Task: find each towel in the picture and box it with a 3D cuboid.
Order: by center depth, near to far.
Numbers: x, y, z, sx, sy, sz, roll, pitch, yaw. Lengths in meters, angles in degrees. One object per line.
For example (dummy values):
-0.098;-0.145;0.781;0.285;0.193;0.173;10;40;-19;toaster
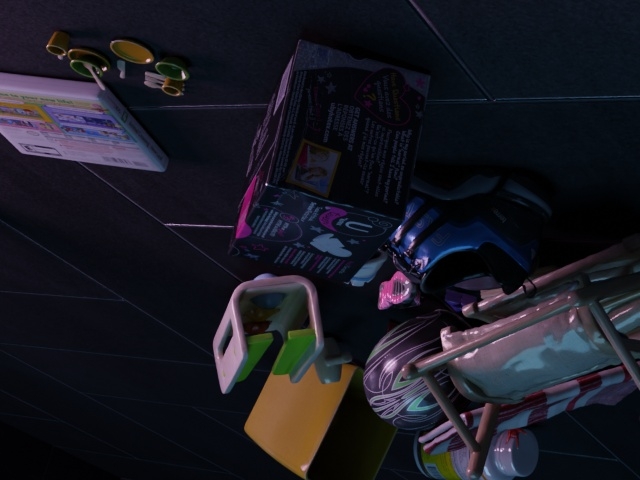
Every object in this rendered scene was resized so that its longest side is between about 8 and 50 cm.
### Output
0.319;0.230;1.998;0.329;0.037;0.237;-14;166;-16;towel

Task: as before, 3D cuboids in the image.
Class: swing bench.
0.274;0.116;1.623;0.253;0.255;0.165;-27;97;37;swing bench

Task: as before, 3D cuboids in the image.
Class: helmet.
0.144;0.191;2.028;0.169;0.161;0.169;42;154;26;helmet

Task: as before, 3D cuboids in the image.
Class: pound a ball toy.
-0.051;0.138;2.194;0.208;0.135;0.319;-7;164;-12;pound a ball toy

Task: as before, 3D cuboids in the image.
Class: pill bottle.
0.280;0.375;2.560;0.215;0.117;0.117;-4;153;44;pill bottle

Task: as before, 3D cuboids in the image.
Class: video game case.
-0.313;-0.145;1.720;0.212;0.023;0.193;9;160;22;video game case

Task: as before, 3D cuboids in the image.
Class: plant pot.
-0.005;0.325;2.538;0.187;0.212;0.212;17;165;36;plant pot

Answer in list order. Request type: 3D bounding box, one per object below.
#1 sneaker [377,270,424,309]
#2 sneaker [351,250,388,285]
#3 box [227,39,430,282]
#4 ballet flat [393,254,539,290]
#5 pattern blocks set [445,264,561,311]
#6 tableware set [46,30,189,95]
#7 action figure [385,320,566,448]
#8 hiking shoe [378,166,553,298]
0.120;0.073;1.966;0.057;0.047;0.119;13;169;-12;sneaker
0.000;0.000;1.830;0.191;0.071;0.083;13;156;-19;sneaker
0.007;-0.073;1.456;0.142;0.163;0.247;15;161;-9;box
0.168;0.022;1.742;0.203;0.074;0.074;-1;155;46;ballet flat
0.306;0.079;1.852;0.285;0.026;0.325;31;156;-37;pattern blocks set
-0.215;-0.187;1.525;0.154;0.024;0.104;17;161;-3;tableware set
0.227;0.222;2.160;0.280;0.139;0.091;11;162;7;action figure
0.106;-0.010;1.599;0.304;0.132;0.113;1;156;36;hiking shoe
